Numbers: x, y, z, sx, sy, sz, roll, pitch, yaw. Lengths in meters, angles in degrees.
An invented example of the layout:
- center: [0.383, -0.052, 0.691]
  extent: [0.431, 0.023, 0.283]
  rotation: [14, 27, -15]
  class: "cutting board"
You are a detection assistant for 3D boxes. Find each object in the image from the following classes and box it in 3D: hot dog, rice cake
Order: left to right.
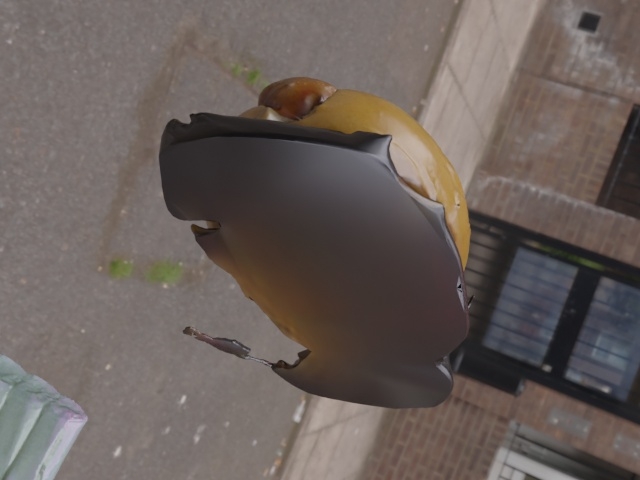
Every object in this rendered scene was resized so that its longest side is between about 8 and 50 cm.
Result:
- center: [-0.304, 0.179, 0.667]
  extent: [0.198, 0.189, 0.037]
  rotation: [-66, 170, 15]
  class: "rice cake"
- center: [0.006, -0.001, 0.527]
  extent: [0.326, 0.194, 0.107]
  rotation: [90, 5, -57]
  class: "hot dog"
